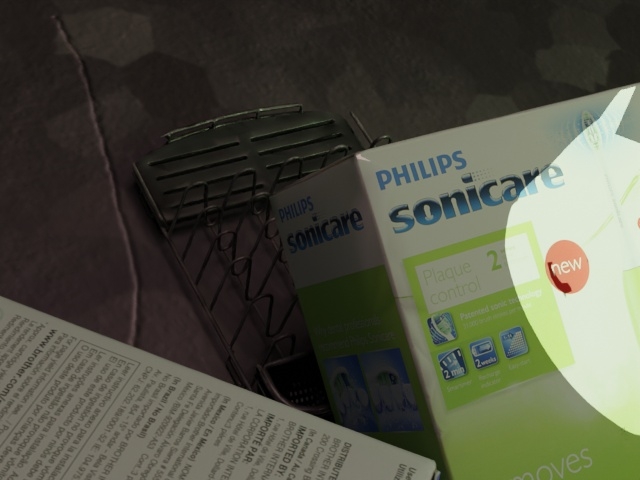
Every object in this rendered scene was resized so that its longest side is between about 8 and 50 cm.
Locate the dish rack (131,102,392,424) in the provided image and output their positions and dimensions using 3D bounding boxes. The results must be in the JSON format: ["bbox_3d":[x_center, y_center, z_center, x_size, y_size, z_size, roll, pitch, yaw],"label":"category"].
[{"bbox_3d":[0.000,0.000,0.829,0.208,0.074,0.271,-15,58,-28],"label":"dish rack"}]

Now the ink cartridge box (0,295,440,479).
[{"bbox_3d":[-0.116,0.189,0.539,0.395,0.151,0.270,18,40,10],"label":"ink cartridge box"}]

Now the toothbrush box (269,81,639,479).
[{"bbox_3d":[0.118,0.074,0.697,0.206,0.122,0.283,-15,86,-27],"label":"toothbrush box"}]
